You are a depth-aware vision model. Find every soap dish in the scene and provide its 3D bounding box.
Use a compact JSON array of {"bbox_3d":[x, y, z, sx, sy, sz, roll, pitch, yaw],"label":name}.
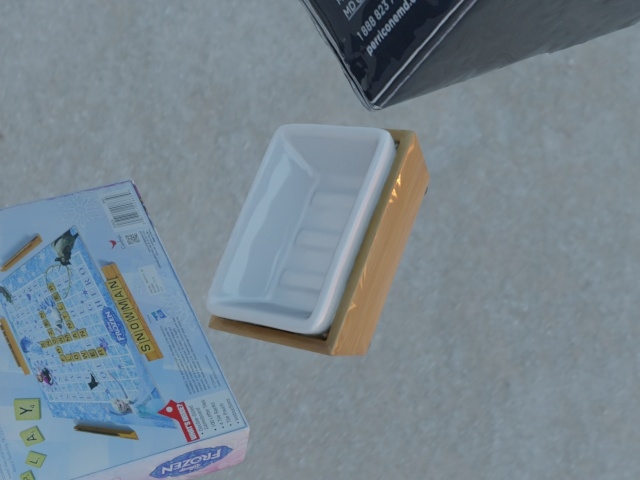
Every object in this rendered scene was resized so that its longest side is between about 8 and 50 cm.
[{"bbox_3d":[0.000,0.000,1.650,0.118,0.229,0.291,32,73,-42],"label":"soap dish"}]

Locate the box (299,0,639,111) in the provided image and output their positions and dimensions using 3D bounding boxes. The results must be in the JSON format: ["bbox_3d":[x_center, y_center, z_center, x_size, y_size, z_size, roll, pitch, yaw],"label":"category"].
[{"bbox_3d":[0.146,-0.409,0.937,0.480,0.297,0.472,-23,76,-37],"label":"box"}]

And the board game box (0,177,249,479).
[{"bbox_3d":[-0.271,0.106,1.213,0.318,0.066,0.319,-14,53,-21],"label":"board game box"}]
